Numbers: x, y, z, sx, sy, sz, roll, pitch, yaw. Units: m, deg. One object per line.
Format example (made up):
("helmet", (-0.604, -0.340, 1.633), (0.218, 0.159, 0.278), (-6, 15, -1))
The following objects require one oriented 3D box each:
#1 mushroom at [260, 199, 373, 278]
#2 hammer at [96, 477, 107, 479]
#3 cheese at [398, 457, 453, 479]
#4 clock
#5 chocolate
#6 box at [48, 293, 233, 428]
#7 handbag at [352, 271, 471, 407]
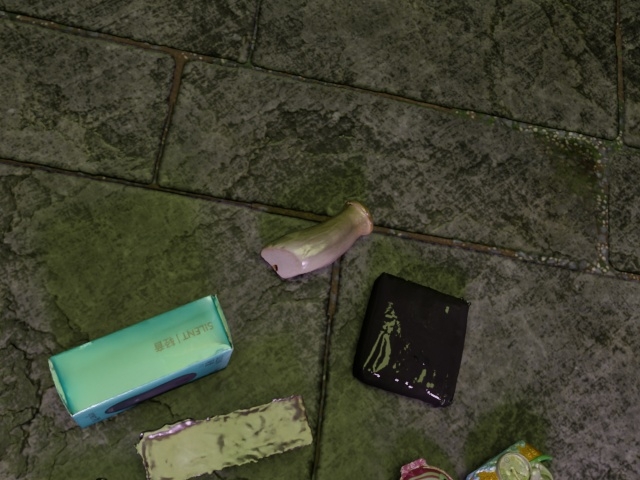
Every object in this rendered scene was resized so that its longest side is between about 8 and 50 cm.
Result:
("mushroom", (0.001, 0.005, 1.629), (0.247, 0.108, 0.096), (-28, 119, -17))
("hammer", (-0.322, 0.492, 1.423), (0.201, 0.021, 0.078), (9, 69, -7))
("cheese", (0.216, 0.550, 1.494), (0.155, 0.062, 0.244), (-15, 85, -19))
("clock", (0.379, 0.496, 1.525), (0.231, 0.103, 0.144), (-26, 69, -20))
("chocolate", (-0.183, 0.379, 1.447), (0.321, 0.112, 0.111), (-12, 75, -17))
("box", (-0.323, 0.227, 1.421), (0.312, 0.205, 0.118), (-21, 78, -18))
("handbag", (0.197, 0.204, 1.604), (0.223, 0.080, 0.246), (18, 68, -5))
